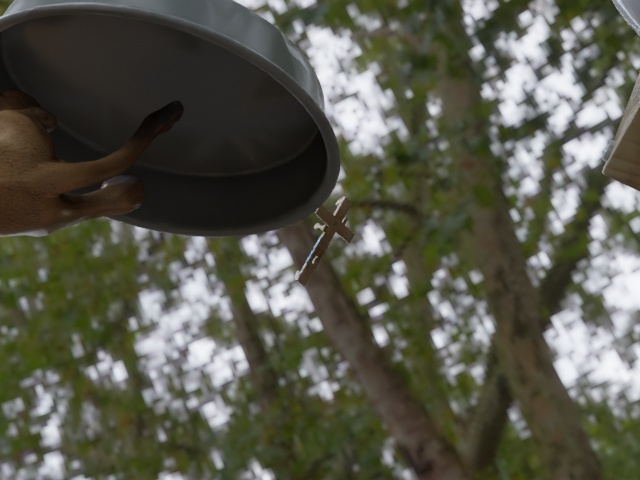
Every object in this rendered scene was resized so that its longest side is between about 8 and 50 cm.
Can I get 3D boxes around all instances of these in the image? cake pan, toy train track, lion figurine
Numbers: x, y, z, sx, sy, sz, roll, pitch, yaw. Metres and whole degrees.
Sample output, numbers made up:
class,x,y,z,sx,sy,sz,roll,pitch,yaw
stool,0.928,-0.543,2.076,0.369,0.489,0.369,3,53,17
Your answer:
class,x,y,z,sx,sy,sz,roll,pitch,yaw
cake pan,-0.124,-0.101,1.251,0.293,0.054,0.293,10,-30,6
toy train track,0.000,0.000,1.391,0.048,0.014,0.083,42,-110,-36
lion figurine,-0.294,-0.032,1.151,0.392,0.142,0.240,-18,6,4

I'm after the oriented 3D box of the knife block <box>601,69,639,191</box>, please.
class,x,y,z,sx,sy,sz,roll,pitch,yaw
knife block,0.307,-0.063,1.002,0.242,0.275,0.088,24,-36,2

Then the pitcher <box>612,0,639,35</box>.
class,x,y,z,sx,sy,sz,roll,pitch,yaw
pitcher,0.334,-0.200,1.310,0.178,0.207,0.125,-42,-5,36
